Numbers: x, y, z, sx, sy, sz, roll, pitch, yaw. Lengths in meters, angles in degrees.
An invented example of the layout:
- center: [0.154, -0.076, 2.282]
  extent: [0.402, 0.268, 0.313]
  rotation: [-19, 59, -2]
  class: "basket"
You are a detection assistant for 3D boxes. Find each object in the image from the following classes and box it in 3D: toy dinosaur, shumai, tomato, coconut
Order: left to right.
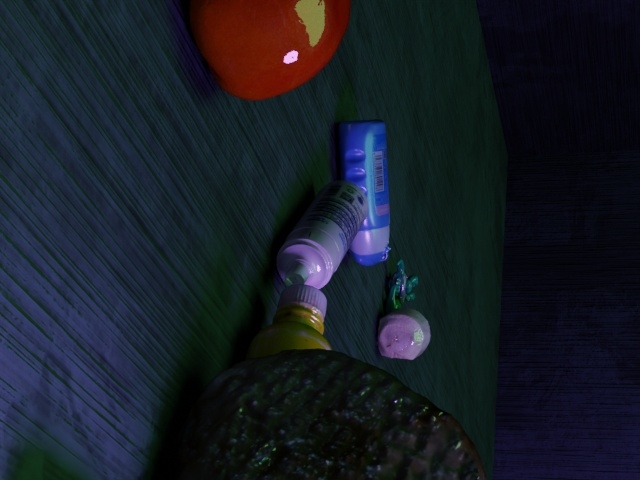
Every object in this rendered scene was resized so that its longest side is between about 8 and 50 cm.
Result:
- center: [-0.060, -0.304, 1.414]
  extent: [0.260, 0.180, 0.260]
  rotation: [-3, 90, -72]
  class: "tomato"
- center: [0.003, 0.353, 1.334]
  extent: [0.324, 0.397, 0.323]
  rotation: [-29, 144, -29]
  class: "shumai"
- center: [0.164, 0.102, 2.369]
  extent: [0.096, 0.059, 0.132]
  rotation: [-33, 128, -65]
  class: "toy dinosaur"
- center: [0.168, 0.190, 2.303]
  extent: [0.124, 0.110, 0.110]
  rotation: [-13, 101, -71]
  class: "coconut"

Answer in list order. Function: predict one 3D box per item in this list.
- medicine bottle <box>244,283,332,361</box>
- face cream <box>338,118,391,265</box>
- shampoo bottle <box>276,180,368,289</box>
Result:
- center: [-0.040, 0.161, 1.535]
  extent: [0.122, 0.122, 0.212]
  rotation: [71, 23, -45]
  class: "medicine bottle"
- center: [0.082, -0.085, 2.045]
  extent: [0.149, 0.083, 0.264]
  rotation: [-26, 113, -71]
  class: "face cream"
- center: [0.000, 0.000, 1.744]
  extent: [0.303, 0.092, 0.092]
  rotation: [-59, 144, -62]
  class: "shampoo bottle"
